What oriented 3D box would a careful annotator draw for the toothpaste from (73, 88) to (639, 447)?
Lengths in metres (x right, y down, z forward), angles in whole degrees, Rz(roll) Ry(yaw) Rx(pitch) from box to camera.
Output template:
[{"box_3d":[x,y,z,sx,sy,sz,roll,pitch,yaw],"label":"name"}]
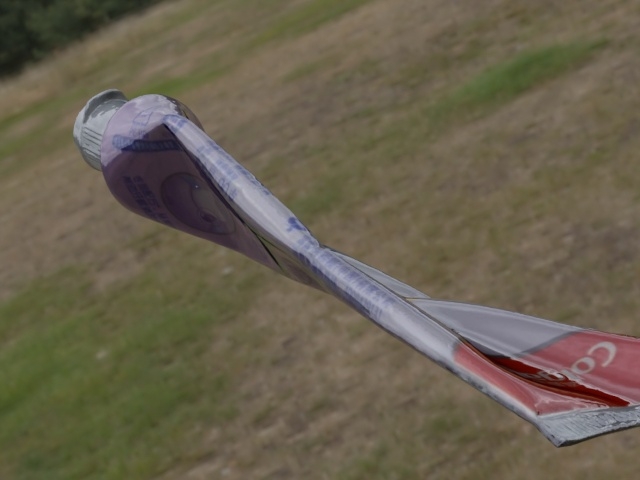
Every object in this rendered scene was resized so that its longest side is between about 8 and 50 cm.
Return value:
[{"box_3d":[0.000,0.000,0.500,0.075,0.048,0.301,21,4,-43],"label":"toothpaste"}]
